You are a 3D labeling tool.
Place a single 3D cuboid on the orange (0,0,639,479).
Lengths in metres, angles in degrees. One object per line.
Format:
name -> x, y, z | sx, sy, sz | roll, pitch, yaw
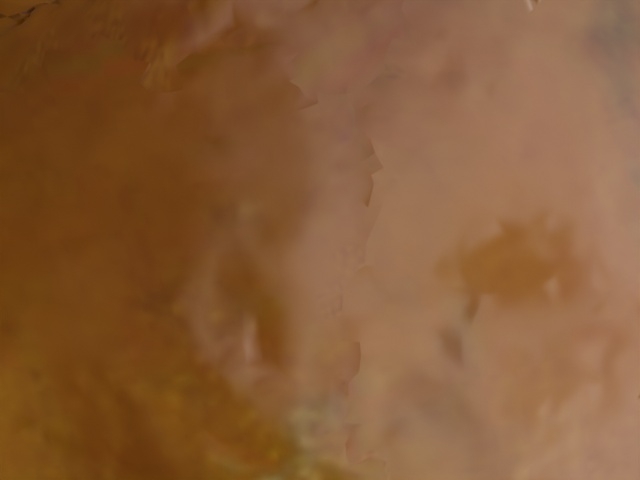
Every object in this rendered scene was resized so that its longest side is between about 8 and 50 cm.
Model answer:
orange -> 0.000, 0.000, 0.476 | 0.284, 0.283, 0.226 | -41, 116, -61
